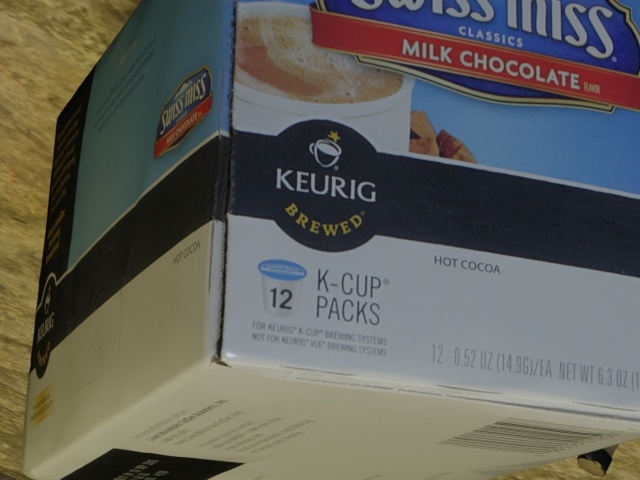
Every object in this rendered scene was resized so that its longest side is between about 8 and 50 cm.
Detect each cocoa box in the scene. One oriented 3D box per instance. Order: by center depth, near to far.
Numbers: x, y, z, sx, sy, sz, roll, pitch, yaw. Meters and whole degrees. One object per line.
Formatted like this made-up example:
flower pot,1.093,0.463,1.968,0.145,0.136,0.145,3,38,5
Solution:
cocoa box,0.000,0.000,0.862,0.231,0.228,0.347,9,162,-20

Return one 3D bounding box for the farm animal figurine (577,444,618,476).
farm animal figurine,0.307,0.047,0.871,0.330,0.172,0.326,21,146,19
